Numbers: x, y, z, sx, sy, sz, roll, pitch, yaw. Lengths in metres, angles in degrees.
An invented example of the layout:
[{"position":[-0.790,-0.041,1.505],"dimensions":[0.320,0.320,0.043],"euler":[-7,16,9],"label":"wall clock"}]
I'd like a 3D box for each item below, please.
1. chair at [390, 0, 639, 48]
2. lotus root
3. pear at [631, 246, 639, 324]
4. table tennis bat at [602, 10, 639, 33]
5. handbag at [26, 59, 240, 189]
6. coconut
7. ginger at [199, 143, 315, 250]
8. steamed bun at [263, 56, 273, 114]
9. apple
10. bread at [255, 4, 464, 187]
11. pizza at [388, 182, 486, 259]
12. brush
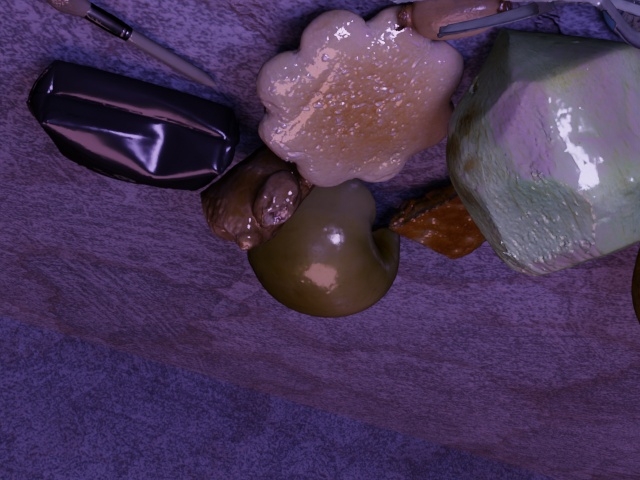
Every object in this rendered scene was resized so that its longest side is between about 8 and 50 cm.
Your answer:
[{"position":[0.241,-0.304,0.946],"dimensions":[0.274,0.204,0.190],"euler":[6,167,30],"label":"chair"},{"position":[0.164,-0.289,1.144],"dimensions":[0.150,0.062,0.073],"euler":[-4,113,17],"label":"lotus root"},{"position":[0.656,0.078,1.477],"dimensions":[0.303,0.304,0.304],"euler":[9,155,4],"label":"pear"},{"position":[0.385,-0.297,1.080],"dimensions":[0.237,0.038,0.149],"euler":[21,154,-27],"label":"table tennis bat"},{"position":[-0.321,-0.164,1.547],"dimensions":[0.342,0.152,0.288],"euler":[16,167,-9],"label":"handbag"},{"position":[0.302,-0.128,1.185],"dimensions":[0.281,0.329,0.328],"euler":[-21,158,-13],"label":"coconut"},{"position":[-0.075,-0.098,1.512],"dimensions":[0.270,0.219,0.123],"euler":[-40,117,8],"label":"ginger"},{"position":[-0.014,-0.199,1.368],"dimensions":[0.144,0.106,0.175],"euler":[6,151,4],"label":"steamed bun"},{"position":[0.000,0.020,1.675],"dimensions":[0.257,0.234,0.295],"euler":[-7,149,23],"label":"apple"},{"position":[0.058,-0.191,1.282],"dimensions":[0.315,0.054,0.316],"euler":[-7,138,-7],"label":"bread"},{"position":[0.221,-0.043,1.648],"dimensions":[0.197,0.058,0.292],"euler":[-3,153,6],"label":"pizza"},{"position":[-0.273,-0.302,1.353],"dimensions":[0.299,0.042,0.039],"euler":[25,166,-34],"label":"brush"}]
